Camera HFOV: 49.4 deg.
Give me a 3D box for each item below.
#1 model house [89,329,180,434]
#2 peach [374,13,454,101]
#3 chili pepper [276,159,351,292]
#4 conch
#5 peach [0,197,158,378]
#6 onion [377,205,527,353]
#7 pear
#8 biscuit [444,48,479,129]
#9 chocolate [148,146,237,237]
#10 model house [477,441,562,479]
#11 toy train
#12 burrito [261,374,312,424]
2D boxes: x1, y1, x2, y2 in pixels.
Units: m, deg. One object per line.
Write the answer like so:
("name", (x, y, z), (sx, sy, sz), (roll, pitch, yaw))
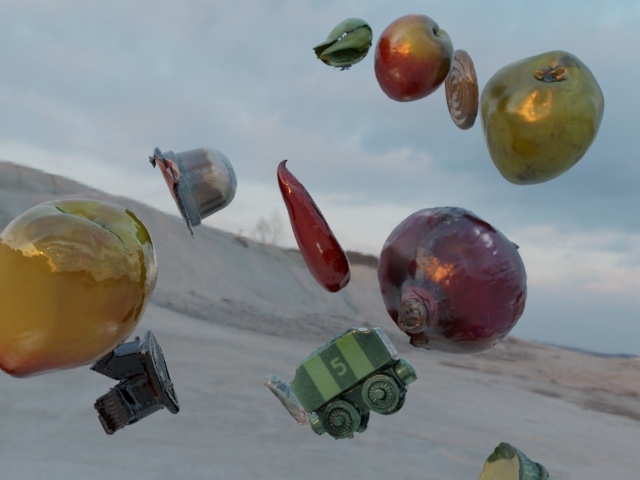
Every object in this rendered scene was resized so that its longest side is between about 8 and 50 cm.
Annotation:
("model house", (-0.423, 0.315, 1.541), (0.164, 0.203, 0.141), (-19, -7, -5))
("peach", (0.212, -0.424, 1.627), (0.192, 0.190, 0.190), (-38, -31, 27))
("chili pepper", (0.000, 0.001, 1.511), (0.092, 0.137, 0.368), (-17, -51, 4))
("conch", (0.065, -0.441, 1.549), (0.095, 0.200, 0.080), (48, -32, -14))
("peach", (-0.440, 0.082, 1.207), (0.289, 0.307, 0.289), (21, 17, -7))
("onion", (0.264, 0.106, 1.518), (0.348, 0.347, 0.385), (4, 18, 31))
("pear", (0.523, -0.275, 1.692), (0.288, 0.287, 0.375), (8, -39, -1))
("biscuit", (0.447, -0.481, 2.232), (0.037, 0.261, 0.262), (-8, -4, -8))
("chocolate", (-0.250, -0.126, 1.438), (0.147, 0.221, 0.221), (-29, -3, -7))
("model house", (0.427, 0.610, 1.373), (0.266, 0.321, 0.261), (28, -8, -3))
("toy train", (0.081, 0.353, 1.734), (0.299, 0.238, 0.167), (-34, -12, 7))
("burrito", (-0.098, 0.476, 2.094), (0.203, 0.064, 0.064), (43, 7, 21))
